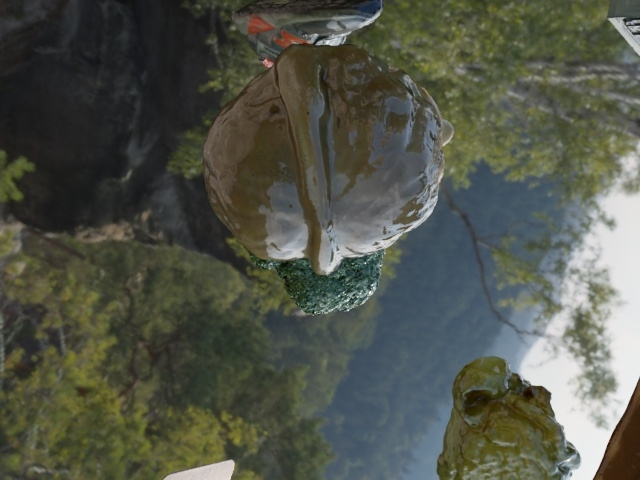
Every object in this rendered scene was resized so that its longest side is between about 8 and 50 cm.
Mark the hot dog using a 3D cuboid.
[{"bbox_3d":[0.437,0.276,1.034,0.337,0.100,0.135,-68,-155,2],"label":"hot dog"}]

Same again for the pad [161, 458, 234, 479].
[{"bbox_3d":[-0.267,0.538,1.642,0.267,0.004,0.181,13,97,-63],"label":"pad"}]

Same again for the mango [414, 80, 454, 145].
[{"bbox_3d":[0.231,-0.313,2.071,0.157,0.262,0.109,-54,-160,10],"label":"mango"}]

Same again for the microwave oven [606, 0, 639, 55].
[{"bbox_3d":[0.597,-0.387,1.370,0.208,0.162,0.122,16,87,-50],"label":"microwave oven"}]

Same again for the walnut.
[{"bbox_3d":[0.002,-0.099,0.987,0.285,0.297,0.285,-5,90,-86],"label":"walnut"}]

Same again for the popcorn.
[{"bbox_3d":[0.319,0.346,1.357,0.174,0.225,0.285,-37,137,-61],"label":"popcorn"}]

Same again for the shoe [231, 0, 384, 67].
[{"bbox_3d":[-0.013,-0.343,1.404,0.132,0.337,0.171,-39,121,-30],"label":"shoe"}]

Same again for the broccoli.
[{"bbox_3d":[0.001,-0.009,1.915,0.414,0.310,0.321,20,105,-36],"label":"broccoli"}]
